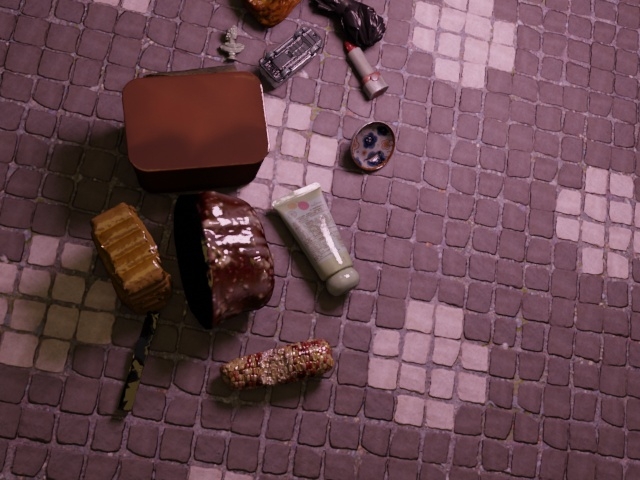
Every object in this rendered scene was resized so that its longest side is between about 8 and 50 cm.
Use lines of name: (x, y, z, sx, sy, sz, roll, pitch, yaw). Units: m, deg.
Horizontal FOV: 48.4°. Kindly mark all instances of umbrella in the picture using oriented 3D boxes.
umbrella: (0.048, -0.691, 2.052, 0.340, 0.118, 0.118, 45, 73, 3)

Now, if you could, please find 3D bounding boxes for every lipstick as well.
lipstick: (0.121, -0.501, 2.047, 0.063, 0.057, 0.186, -29, 81, -15)

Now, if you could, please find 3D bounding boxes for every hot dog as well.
hot dog: (-0.103, -0.726, 1.983, 0.259, 0.114, 0.175, -43, 78, 4)

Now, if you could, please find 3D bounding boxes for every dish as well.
dish: (0.131, -0.273, 1.993, 0.141, 0.078, 0.141, -11, 116, -24)

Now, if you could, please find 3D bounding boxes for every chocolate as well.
chocolate: (-0.227, 0.040, 1.778, 0.210, 0.225, 0.340, -9, 79, -26)

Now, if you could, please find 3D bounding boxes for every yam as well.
yam: (-0.337, -0.413, 1.912, 0.259, 0.106, 0.106, -12, 80, -15)

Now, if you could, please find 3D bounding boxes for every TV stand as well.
TV stand: (-0.448, 0.296, 1.761, 0.036, 0.042, 0.249, 16, 75, -9)

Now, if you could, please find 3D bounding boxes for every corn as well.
corn: (-0.109, 0.315, 1.795, 0.289, 0.098, 0.098, -10, 79, -12)

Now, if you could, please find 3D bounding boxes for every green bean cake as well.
green bean cake: (-0.454, 0.050, 1.711, 0.131, 0.224, 0.230, -27, 73, -16)

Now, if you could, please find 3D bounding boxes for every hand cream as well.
hand cream: (0.000, 0.000, 1.890, 0.147, 0.093, 0.306, -25, 81, -17)

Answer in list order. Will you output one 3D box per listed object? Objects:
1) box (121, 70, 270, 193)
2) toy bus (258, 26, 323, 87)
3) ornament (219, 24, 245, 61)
box: (-0.316, -0.263, 1.817, 0.339, 0.229, 0.240, -7, 78, -12)
toy bus: (-0.082, -0.510, 1.991, 0.194, 0.089, 0.087, -43, 87, -16)
ornament: (-0.248, -0.548, 1.994, 0.068, 0.041, 0.092, -25, 93, -10)
